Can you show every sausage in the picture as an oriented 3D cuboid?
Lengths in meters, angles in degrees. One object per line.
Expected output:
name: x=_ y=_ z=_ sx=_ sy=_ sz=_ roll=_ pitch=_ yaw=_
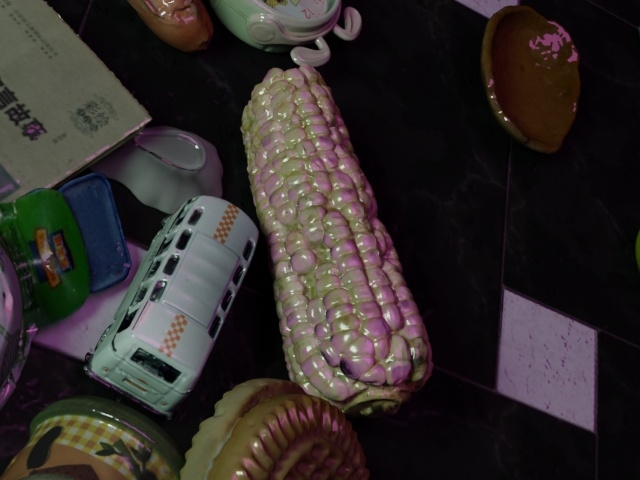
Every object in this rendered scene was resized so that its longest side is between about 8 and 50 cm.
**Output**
sausage: x=-0.183 y=-0.311 z=1.131 sx=0.078 sy=0.078 sz=0.304 roll=-34 pitch=109 yaw=-41

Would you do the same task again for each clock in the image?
clock: x=-0.048 y=-0.257 z=1.243 sx=0.191 sy=0.062 sz=0.151 roll=47 pitch=48 yaw=-1

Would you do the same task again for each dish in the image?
dish: x=-0.142 y=-0.076 z=1.089 sx=0.137 sy=0.039 sz=0.091 roll=19 pitch=55 yaw=-23

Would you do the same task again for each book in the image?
book: x=-0.307 y=-0.100 z=0.986 sx=0.215 sy=0.025 sz=0.282 roll=47 pitch=57 yaw=1

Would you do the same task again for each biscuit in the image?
biscuit: x=-0.031 y=0.225 z=0.884 sx=0.259 sy=0.079 sz=0.259 roll=9 pitch=80 yaw=-63

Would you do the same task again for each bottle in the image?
bottle: x=-0.188 y=0.238 z=0.799 sx=0.143 sy=0.156 sz=0.271 roll=57 pitch=41 yaw=-24

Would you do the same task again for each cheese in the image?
cheese: x=-0.258 y=0.034 z=0.901 sx=0.320 sy=0.083 sz=0.204 roll=-28 pitch=109 yaw=-48

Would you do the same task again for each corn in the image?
corn: x=0.002 y=-0.001 z=1.089 sx=0.126 sy=0.126 sz=0.335 roll=-2 pitch=63 yaw=-34

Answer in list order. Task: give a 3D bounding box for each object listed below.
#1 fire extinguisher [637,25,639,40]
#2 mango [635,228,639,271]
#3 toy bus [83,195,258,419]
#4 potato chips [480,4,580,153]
fire extinguisher: x=0.443 y=-0.211 z=1.547 sx=0.064 sy=0.043 sz=0.158 roll=-5 pitch=62 yaw=-2
mango: x=0.416 y=0.036 z=1.360 sx=0.163 sy=0.089 sz=0.117 roll=50 pitch=40 yaw=-14
toy bus: x=-0.112 y=0.043 z=1.006 sx=0.087 sy=0.089 sz=0.194 roll=33 pitch=49 yaw=-13
potato chips: x=0.230 y=-0.182 z=1.388 sx=0.150 sy=0.049 sz=0.202 roll=27 pitch=49 yaw=-24
